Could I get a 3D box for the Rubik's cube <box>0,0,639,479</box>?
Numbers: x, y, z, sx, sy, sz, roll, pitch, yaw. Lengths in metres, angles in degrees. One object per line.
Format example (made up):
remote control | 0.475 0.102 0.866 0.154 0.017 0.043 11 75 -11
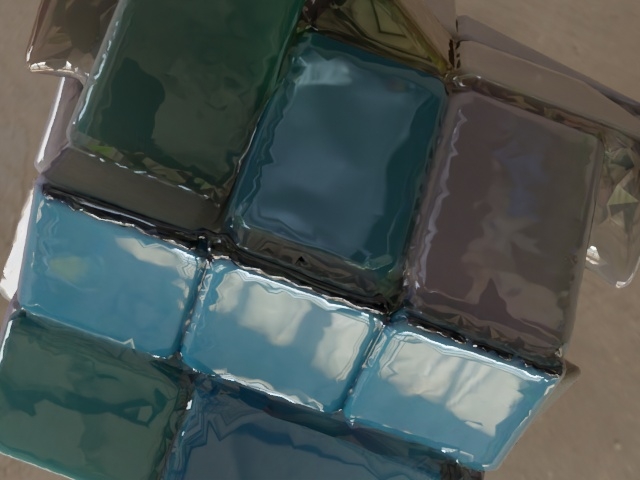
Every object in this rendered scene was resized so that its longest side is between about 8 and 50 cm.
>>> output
Rubik's cube | 0.000 0.000 0.895 0.387 0.368 0.358 21 111 -3
